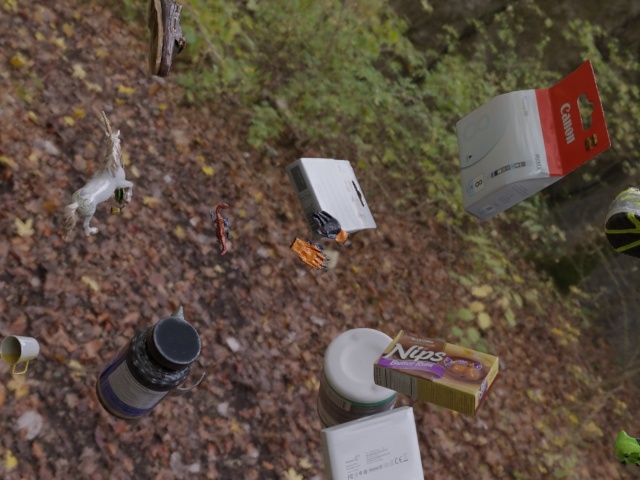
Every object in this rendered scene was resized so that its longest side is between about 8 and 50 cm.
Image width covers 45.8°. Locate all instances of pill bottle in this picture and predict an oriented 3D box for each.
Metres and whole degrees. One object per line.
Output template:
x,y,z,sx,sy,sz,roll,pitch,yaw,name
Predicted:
-0.309,0.230,1.373,0.122,0.219,0.123,26,42,-26,pill bottle
0.095,0.401,1.981,0.361,0.204,0.204,97,-20,-54,pill bottle

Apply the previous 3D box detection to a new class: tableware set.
-0.539,-0.142,1.983,0.024,0.104,0.154,3,70,-31,tableware set

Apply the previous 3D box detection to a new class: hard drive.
0.134,0.581,1.729,0.232,0.047,0.353,-9,89,-27,hard drive

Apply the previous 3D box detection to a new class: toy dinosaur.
-0.196,-0.032,1.536,0.082,0.047,0.090,84,-9,-46,toy dinosaur

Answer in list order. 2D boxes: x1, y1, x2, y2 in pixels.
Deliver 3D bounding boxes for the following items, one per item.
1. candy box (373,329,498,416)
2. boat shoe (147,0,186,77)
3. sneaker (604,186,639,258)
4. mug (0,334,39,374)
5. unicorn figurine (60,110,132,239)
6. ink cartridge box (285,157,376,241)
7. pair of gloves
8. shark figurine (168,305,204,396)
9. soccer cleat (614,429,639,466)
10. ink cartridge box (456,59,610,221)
0.197,0.223,1.297,0.109,0.186,0.053,-41,136,-45,candy box
-0.291,-0.392,1.453,0.073,0.073,0.207,11,55,-26,boat shoe
0.776,-0.019,1.530,0.384,0.145,0.147,20,47,5,sneaker
-0.633,0.235,1.598,0.062,0.078,0.064,42,13,20,mug
-0.304,-0.078,1.054,0.060,0.111,0.162,18,60,6,unicorn figurine
0.021,-0.076,1.362,0.179,0.045,0.146,-6,72,-62,ink cartridge box
0.000,0.000,1.159,0.074,0.083,0.010,38,-8,-24,pair of gloves
-0.348,0.273,1.638,0.116,0.166,0.278,22,20,-25,shark figurine
0.668,0.416,1.478,0.072,0.178,0.060,-64,162,-44,soccer cleat
0.517,-0.265,1.912,0.091,0.385,0.308,27,48,-29,ink cartridge box
